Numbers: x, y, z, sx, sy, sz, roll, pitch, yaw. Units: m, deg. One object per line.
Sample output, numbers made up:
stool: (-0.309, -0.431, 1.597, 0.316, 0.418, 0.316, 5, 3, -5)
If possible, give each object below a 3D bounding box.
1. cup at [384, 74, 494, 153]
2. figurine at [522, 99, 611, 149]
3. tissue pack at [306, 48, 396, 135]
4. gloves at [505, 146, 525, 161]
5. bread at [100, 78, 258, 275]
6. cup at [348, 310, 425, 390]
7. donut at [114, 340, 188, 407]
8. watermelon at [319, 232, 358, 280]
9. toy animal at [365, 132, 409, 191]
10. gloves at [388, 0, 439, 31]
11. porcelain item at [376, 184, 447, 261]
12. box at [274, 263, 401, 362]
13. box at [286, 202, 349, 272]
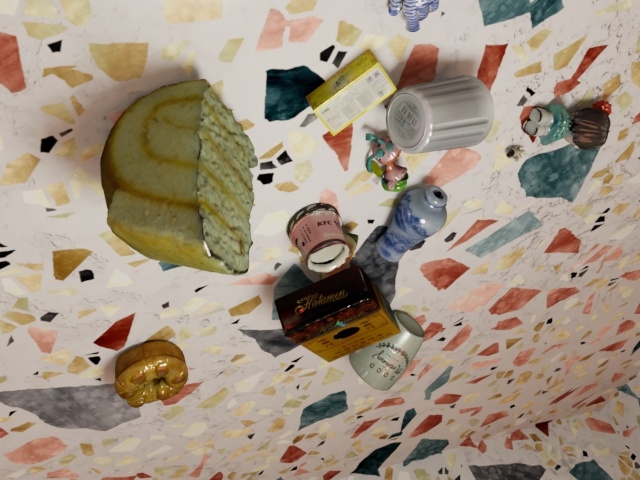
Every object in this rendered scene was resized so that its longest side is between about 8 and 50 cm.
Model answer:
cup: (0.257, -0.267, 1.513, 0.202, 0.167, 0.221, -15, 151, -34)
figurine: (0.673, -0.316, 1.768, 0.245, 0.110, 0.138, 2, 117, -21)
tissue pack: (0.067, -0.326, 1.453, 0.176, 0.062, 0.095, -35, 139, 12)
gloves: (0.541, -0.243, 1.827, 0.044, 0.038, 0.081, -18, 161, 35)
bread: (-0.287, -0.093, 1.283, 0.263, 0.395, 0.239, -11, 144, 14)
cup: (0.206, 0.350, 2.243, 0.258, 0.186, 0.234, 30, 111, -16)
donut: (-0.496, 0.391, 1.927, 0.226, 0.114, 0.227, -15, 140, -13)
watermelon: (0.057, 0.053, 1.837, 0.063, 0.119, 0.245, 12, 137, -20)
toy animal: (0.156, -0.196, 1.630, 0.103, 0.100, 0.208, -3, 160, 16)
gloves: (0.196, -0.512, 1.298, 0.119, 0.097, 0.229, 7, 145, 7)
porcelain item: (0.256, -0.047, 1.827, 0.141, 0.141, 0.259, 2, 142, -31)
box: (0.060, 0.225, 1.918, 0.264, 0.116, 0.415, -23, 155, 8)
box: (0.000, 0.000, 1.734, 0.151, 0.135, 0.151, -14, 140, -12)
